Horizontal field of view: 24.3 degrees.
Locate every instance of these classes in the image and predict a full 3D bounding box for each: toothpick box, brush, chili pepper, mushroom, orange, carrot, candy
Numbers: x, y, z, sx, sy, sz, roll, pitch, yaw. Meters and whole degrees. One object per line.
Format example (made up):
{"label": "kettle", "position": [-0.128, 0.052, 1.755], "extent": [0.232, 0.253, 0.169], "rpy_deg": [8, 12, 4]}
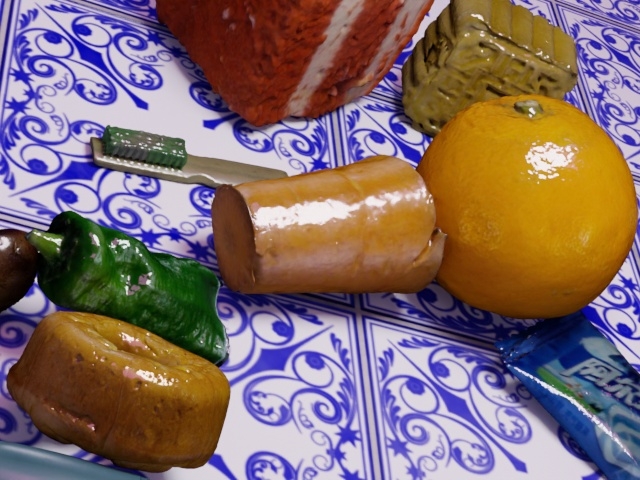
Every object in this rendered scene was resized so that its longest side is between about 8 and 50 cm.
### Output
{"label": "toothpick box", "position": [-0.249, 0.263, 1.414], "extent": [0.184, 0.120, 0.120], "rpy_deg": [20, 38, -9]}
{"label": "brush", "position": [-0.165, -0.104, 1.960], "extent": [0.282, 0.048, 0.054], "rpy_deg": [11, 43, -26]}
{"label": "chili pepper", "position": [-0.217, 0.046, 1.644], "extent": [0.270, 0.099, 0.136], "rpy_deg": [32, 46, -44]}
{"label": "mushroom", "position": [-0.363, 0.031, 1.609], "extent": [0.127, 0.127, 0.087], "rpy_deg": [-21, 63, -46]}
{"label": "orange", "position": [0.265, -0.045, 1.963], "extent": [0.312, 0.312, 0.312], "rpy_deg": [18, 38, -15]}
{"label": "carrot", "position": [0.000, 0.000, 1.856], "extent": [0.254, 0.196, 0.196], "rpy_deg": [-12, 52, -30]}
{"label": "candy", "position": [0.383, 0.226, 1.916], "extent": [0.187, 0.077, 0.331], "rpy_deg": [-24, 63, -44]}

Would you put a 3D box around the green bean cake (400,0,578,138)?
{"label": "green bean cake", "position": [0.257, -0.245, 2.260], "extent": [0.229, 0.224, 0.131], "rpy_deg": [25, 37, -13]}

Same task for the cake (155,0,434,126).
{"label": "cake", "position": [-0.031, -0.349, 2.144], "extent": [0.319, 0.270, 0.269], "rpy_deg": [-13, 54, -43]}

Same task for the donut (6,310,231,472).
{"label": "donut", "position": [-0.202, 0.154, 1.510], "extent": [0.226, 0.114, 0.226], "rpy_deg": [23, 5, -2]}
